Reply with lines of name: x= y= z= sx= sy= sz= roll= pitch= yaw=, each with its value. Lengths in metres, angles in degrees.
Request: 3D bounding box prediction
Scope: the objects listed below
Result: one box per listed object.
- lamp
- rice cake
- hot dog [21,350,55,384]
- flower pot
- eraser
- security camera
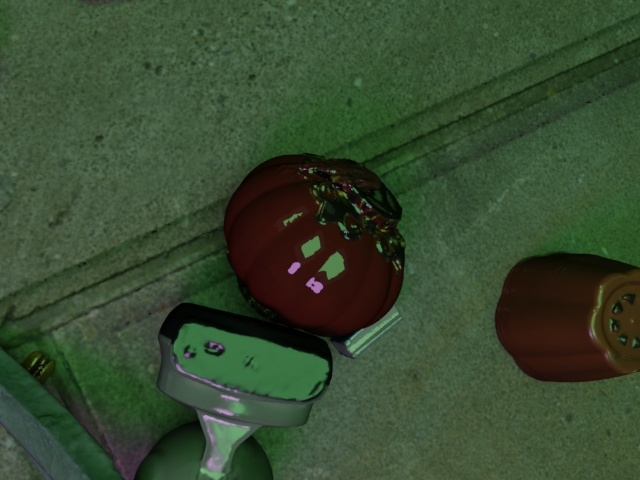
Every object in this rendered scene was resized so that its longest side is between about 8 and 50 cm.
lamp: x=0.000 y=0.000 z=0.774 sx=0.227 sy=0.227 sz=0.226 roll=1 pitch=85 yaw=-15
rice cake: x=-0.289 y=0.207 z=0.703 sx=0.290 sy=0.051 sz=0.081 roll=34 pitch=107 yaw=23
hot dog: x=-0.341 y=0.165 z=0.770 sx=0.037 sy=0.021 sz=0.083 roll=37 pitch=76 yaw=-8
flower pot: x=0.358 y=0.105 z=0.889 sx=0.191 sy=0.173 sz=0.190 roll=1 pitch=87 yaw=-16
eraser: x=0.058 y=0.113 z=0.861 sx=0.085 sy=0.063 sz=0.027 roll=-37 pitch=98 yaw=-14
security camera: x=-0.109 y=0.222 z=0.743 sx=0.197 sy=0.191 sz=0.277 roll=16 pitch=83 yaw=-9
